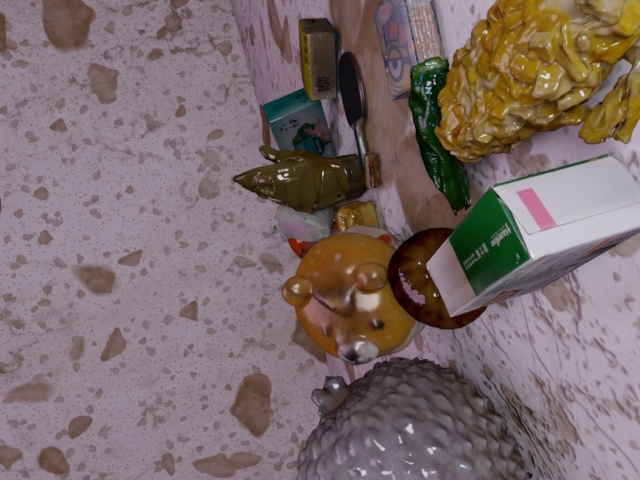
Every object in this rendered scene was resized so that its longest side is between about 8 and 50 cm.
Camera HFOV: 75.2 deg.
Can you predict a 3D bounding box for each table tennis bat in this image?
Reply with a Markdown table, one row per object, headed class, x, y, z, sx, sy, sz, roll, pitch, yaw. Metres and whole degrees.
| class | x | y | z | sx | sy | sz | roll | pitch | yaw |
| --- | --- | --- | --- | --- | --- | --- | --- | --- | --- |
| table tennis bat | 0.082 | -0.303 | 0.984 | 0.154 | 0.021 | 0.274 | -161 | 58 | -79 |

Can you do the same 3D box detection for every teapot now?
| class | x | y | z | sx | sy | sz | roll | pitch | yaw |
| --- | --- | --- | --- | --- | --- | --- | --- | --- | --- |
| teapot | -0.040 | -0.090 | 1.214 | 0.221 | 0.163 | 0.178 | 115 | 171 | -64 |

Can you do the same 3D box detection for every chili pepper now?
| class | x | y | z | sx | sy | sz | roll | pitch | yaw |
| --- | --- | --- | --- | --- | --- | --- | --- | --- | --- |
| chili pepper | 0.164 | -0.130 | 0.569 | 0.098 | 0.061 | 0.224 | -80 | -26 | -45 |

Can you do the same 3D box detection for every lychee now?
| class | x | y | z | sx | sy | sz | roll | pitch | yaw |
| --- | --- | --- | --- | --- | --- | --- | --- | --- | --- |
| lychee | 0.147 | 0.402 | 0.693 | 0.432 | 0.380 | 0.380 | 47 | 162 | 13 |

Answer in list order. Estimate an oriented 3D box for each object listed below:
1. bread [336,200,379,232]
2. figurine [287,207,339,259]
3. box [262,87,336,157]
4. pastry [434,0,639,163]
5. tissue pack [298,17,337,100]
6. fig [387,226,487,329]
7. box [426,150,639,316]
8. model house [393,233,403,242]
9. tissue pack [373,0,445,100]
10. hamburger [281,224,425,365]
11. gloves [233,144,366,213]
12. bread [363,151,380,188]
| class | x | y | z | sx | sy | sz | roll | pitch | yaw |
| --- | --- | --- | --- | --- | --- | --- | --- | --- | --- |
| bread | 0.103 | 0.006 | 1.054 | 0.083 | 0.114 | 0.211 | -5 | 104 | 37 |
| figurine | -0.004 | 0.002 | 1.365 | 0.320 | 0.196 | 0.323 | 99 | 154 | -53 |
| box | -0.053 | -0.297 | 1.201 | 0.245 | 0.153 | 0.092 | 67 | 180 | -51 |
| pastry | 0.196 | -0.152 | 0.387 | 0.250 | 0.102 | 0.154 | 169 | 97 | -82 |
| tissue pack | -0.007 | -0.453 | 1.043 | 0.169 | 0.082 | 0.120 | 86 | 170 | -45 |
| fig | 0.175 | 0.057 | 0.658 | 0.149 | 0.148 | 0.202 | 56 | 162 | -7 |
| box | 0.214 | 0.006 | 0.442 | 0.199 | 0.135 | 0.081 | 99 | 155 | -63 |
| model house | 0.142 | 0.051 | 0.952 | 0.088 | 0.100 | 0.101 | 106 | 146 | -70 |
| tissue pack | 0.133 | -0.296 | 0.625 | 0.108 | 0.060 | 0.148 | -157 | 52 | -75 |
| hamburger | 0.071 | 0.104 | 0.800 | 0.237 | 0.276 | 0.276 | -2 | -105 | -67 |
| gloves | -0.049 | -0.149 | 1.037 | 0.154 | 0.331 | 0.141 | 97 | 163 | -50 |
| bread | 0.117 | -0.162 | 0.959 | 0.047 | 0.036 | 0.083 | -122 | 22 | -60 |
